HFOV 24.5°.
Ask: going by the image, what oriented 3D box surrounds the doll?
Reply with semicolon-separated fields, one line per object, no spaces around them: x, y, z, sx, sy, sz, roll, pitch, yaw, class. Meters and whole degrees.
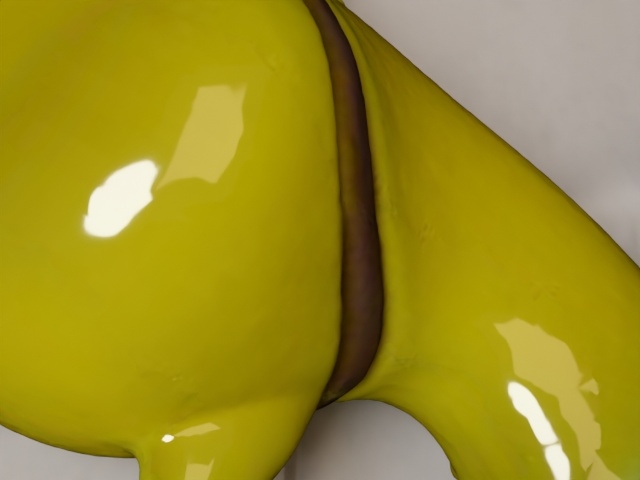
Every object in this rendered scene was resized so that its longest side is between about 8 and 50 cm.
0.000;0.000;0.418;0.363;0.145;0.199;30;55;-16;doll
